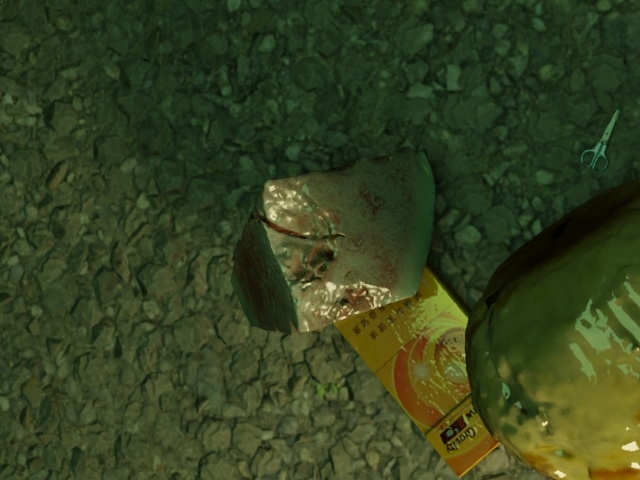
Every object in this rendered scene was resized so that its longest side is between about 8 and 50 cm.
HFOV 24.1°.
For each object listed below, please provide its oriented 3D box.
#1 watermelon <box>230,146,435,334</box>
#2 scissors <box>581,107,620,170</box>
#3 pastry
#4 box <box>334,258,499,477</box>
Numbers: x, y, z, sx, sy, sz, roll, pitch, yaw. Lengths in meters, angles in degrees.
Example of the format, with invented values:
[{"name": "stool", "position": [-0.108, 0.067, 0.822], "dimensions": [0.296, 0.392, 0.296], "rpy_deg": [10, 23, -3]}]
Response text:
[{"name": "watermelon", "position": [0.000, 0.000, 1.893], "dimensions": [0.310, 0.232, 0.193], "rpy_deg": [-15, 95, 16]}, {"name": "scissors", "position": [0.354, -0.127, 1.870], "dimensions": [0.036, 0.006, 0.083], "rpy_deg": [27, 101, 19]}, {"name": "pastry", "position": [0.352, 0.122, 1.699], "dimensions": [0.388, 0.388, 0.313], "rpy_deg": [-37, 97, 18]}, {"name": "box", "position": [0.151, 0.154, 1.939], "dimensions": [0.152, 0.043, 0.269], "rpy_deg": [-43, 77, 18]}]
